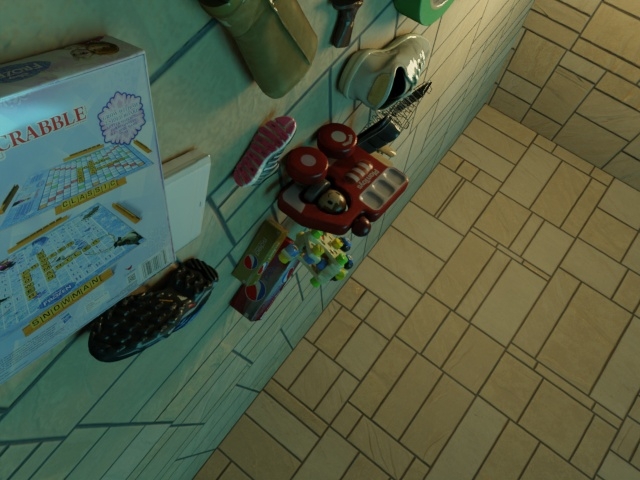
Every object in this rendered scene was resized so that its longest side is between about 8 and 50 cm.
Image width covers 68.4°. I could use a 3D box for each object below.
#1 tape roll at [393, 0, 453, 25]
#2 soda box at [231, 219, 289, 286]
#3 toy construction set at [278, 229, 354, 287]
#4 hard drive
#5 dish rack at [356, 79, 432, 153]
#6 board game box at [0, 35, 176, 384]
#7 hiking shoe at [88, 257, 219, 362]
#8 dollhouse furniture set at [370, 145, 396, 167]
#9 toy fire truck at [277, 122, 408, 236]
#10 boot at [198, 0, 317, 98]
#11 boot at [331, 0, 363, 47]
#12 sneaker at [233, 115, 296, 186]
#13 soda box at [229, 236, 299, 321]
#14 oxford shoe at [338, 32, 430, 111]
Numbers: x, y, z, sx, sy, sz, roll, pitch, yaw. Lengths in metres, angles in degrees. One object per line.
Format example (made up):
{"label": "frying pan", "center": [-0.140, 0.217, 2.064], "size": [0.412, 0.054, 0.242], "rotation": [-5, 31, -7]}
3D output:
{"label": "tape roll", "center": [0.288, -0.663, 1.071], "size": [0.321, 0.077, 0.321], "rotation": [-50, 166, -17]}
{"label": "soda box", "center": [-0.162, 0.034, 1.278], "size": [0.181, 0.058, 0.061], "rotation": [-57, 167, 10]}
{"label": "toy construction set", "center": [0.000, 0.000, 1.339], "size": [0.151, 0.215, 0.327], "rotation": [-37, -156, 33]}
{"label": "hard drive", "center": [-0.304, -0.006, 0.741], "size": [0.307, 0.040, 0.203], "rotation": [-42, 162, -43]}
{"label": "dish rack", "center": [0.210, -0.370, 1.389], "size": [0.271, 0.074, 0.208], "rotation": [-55, -163, -22]}
{"label": "board game box", "center": [-0.312, -0.018, 0.510], "size": [0.319, 0.066, 0.318], "rotation": [-42, 152, -41]}
{"label": "hiking shoe", "center": [-0.318, 0.159, 0.934], "size": [0.304, 0.113, 0.132], "rotation": [-37, 157, -51]}
{"label": "dollhouse furniture set", "center": [0.196, -0.263, 1.630], "size": [0.144, 0.123, 0.151], "rotation": [-48, 165, -25]}
{"label": "toy fire truck", "center": [0.053, -0.132, 1.182], "size": [0.302, 0.254, 0.169], "rotation": [-46, 164, -33]}
{"label": "boot", "center": [-0.049, -0.352, 0.679], "size": [0.236, 0.089, 0.269], "rotation": [-45, 167, 6]}
{"label": "boot", "center": [0.040, -0.419, 0.918], "size": [0.106, 0.037, 0.114], "rotation": [-40, 165, -40]}
{"label": "sneaker", "center": [-0.105, -0.176, 0.953], "size": [0.170, 0.063, 0.075], "rotation": [-52, 167, 10]}
{"label": "soda box", "center": [-0.155, 0.111, 1.415], "size": [0.263, 0.092, 0.083], "rotation": [-55, 164, 4]}
{"label": "oxford shoe", "center": [0.202, -0.435, 1.231], "size": [0.449, 0.130, 0.169], "rotation": [-41, 159, -50]}
